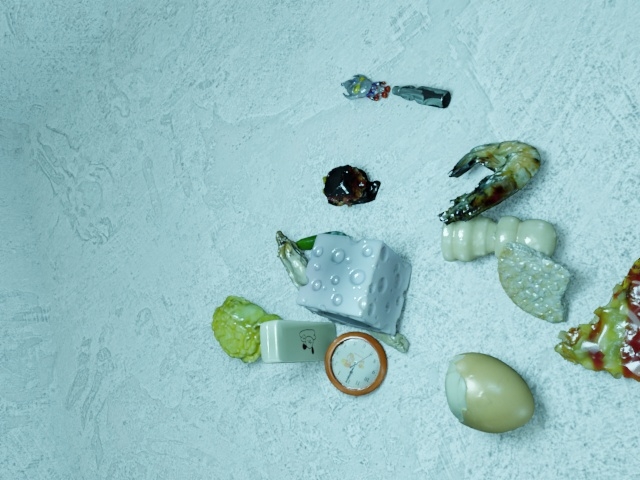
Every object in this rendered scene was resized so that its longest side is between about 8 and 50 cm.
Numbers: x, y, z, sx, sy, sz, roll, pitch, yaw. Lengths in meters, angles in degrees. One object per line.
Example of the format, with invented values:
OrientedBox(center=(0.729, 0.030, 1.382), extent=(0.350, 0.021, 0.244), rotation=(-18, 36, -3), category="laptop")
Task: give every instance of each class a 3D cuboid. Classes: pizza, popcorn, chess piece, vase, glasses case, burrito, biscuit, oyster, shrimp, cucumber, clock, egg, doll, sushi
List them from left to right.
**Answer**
OrientedBox(center=(-0.274, 0.339, 2.042), extent=(0.285, 0.173, 0.226), rotation=(22, 109, 26), category="popcorn")
OrientedBox(center=(-0.064, 0.328, 1.799), extent=(0.070, 0.312, 0.131), rotation=(-14, 73, 36), category="glasses case")
OrientedBox(center=(-0.061, 0.105, 1.981), extent=(0.345, 0.078, 0.129), rotation=(56, 131, 18), category="oyster")
OrientedBox(center=(0.000, 0.000, 1.980), extent=(0.250, 0.056, 0.056), rotation=(-13, 74, 34), category="cucumber")
OrientedBox(center=(0.085, -0.188, 1.896), extent=(0.172, 0.150, 0.153), rotation=(22, 94, 36), category="sushi")
OrientedBox(center=(0.114, 0.398, 1.798), extent=(0.205, 0.051, 0.206), rotation=(-2, 81, 13), category="clock")
OrientedBox(center=(0.154, -0.540, 1.974), extent=(0.194, 0.062, 0.104), rotation=(19, 93, 29), category="doll")
OrientedBox(center=(0.206, 0.295, 1.782), extent=(0.188, 0.045, 0.058), rotation=(31, 84, 38), category="burrito")
OrientedBox(center=(0.327, -0.484, 1.840), extent=(0.211, 0.059, 0.060), rotation=(23, 94, 35), category="vase")
OrientedBox(center=(0.461, -0.177, 1.600), extent=(0.364, 0.071, 0.233), rotation=(-36, 42, -8), category="shrimp")
OrientedBox(center=(0.450, 0.413, 1.495), extent=(0.244, 0.201, 0.201), rotation=(17, 91, 24), category="egg")
OrientedBox(center=(0.506, -0.005, 1.570), extent=(0.299, 0.167, 0.167), rotation=(7, 85, 32), category="chess piece")
OrientedBox(center=(0.581, 0.110, 1.488), extent=(0.188, 0.040, 0.266), rotation=(-29, 99, 41), category="biscuit")
OrientedBox(center=(0.777, 0.240, 1.342), extent=(0.405, 0.130, 0.441), rotation=(-25, 67, 26), category="pizza")

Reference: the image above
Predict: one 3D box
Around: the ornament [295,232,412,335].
OrientedBox(center=(0.110, 0.139, 1.735), extent=(0.238, 0.239, 0.240), rotation=(8, 73, 36), category="ornament")
